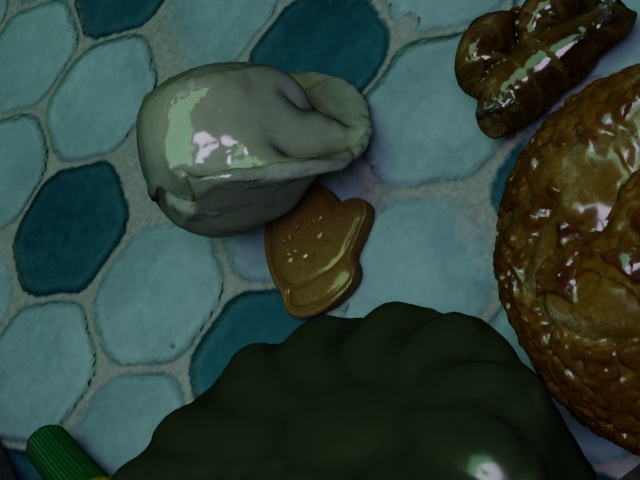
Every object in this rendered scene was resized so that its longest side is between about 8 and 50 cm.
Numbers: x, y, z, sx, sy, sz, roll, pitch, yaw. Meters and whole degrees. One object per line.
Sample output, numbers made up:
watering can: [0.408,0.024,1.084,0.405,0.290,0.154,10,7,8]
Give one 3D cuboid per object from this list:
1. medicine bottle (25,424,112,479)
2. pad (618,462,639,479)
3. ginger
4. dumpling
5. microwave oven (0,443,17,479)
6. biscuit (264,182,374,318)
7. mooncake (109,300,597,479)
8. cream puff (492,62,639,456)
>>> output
medicine bottle: [-0.199,0.257,1.100,0.260,0.064,0.095,36,89,40]
pad: [0.203,0.301,0.798,0.323,0.055,0.250,-30,52,-1]
ginger: [0.188,-0.168,1.027,0.162,0.073,0.103,-37,65,8]
dumpling: [-0.068,-0.112,1.130,0.227,0.175,0.243,-20,57,-6]
microwave oven: [-0.427,0.301,1.013,0.236,0.374,0.432,-53,35,1]
biscuit: [-0.001,-0.001,1.110,0.118,0.023,0.140,-37,51,16]
mooncake: [0.014,0.204,0.815,0.356,0.194,0.356,-27,29,16]
cream puff: [0.251,0.003,0.806,0.303,0.212,0.303,-20,56,32]
